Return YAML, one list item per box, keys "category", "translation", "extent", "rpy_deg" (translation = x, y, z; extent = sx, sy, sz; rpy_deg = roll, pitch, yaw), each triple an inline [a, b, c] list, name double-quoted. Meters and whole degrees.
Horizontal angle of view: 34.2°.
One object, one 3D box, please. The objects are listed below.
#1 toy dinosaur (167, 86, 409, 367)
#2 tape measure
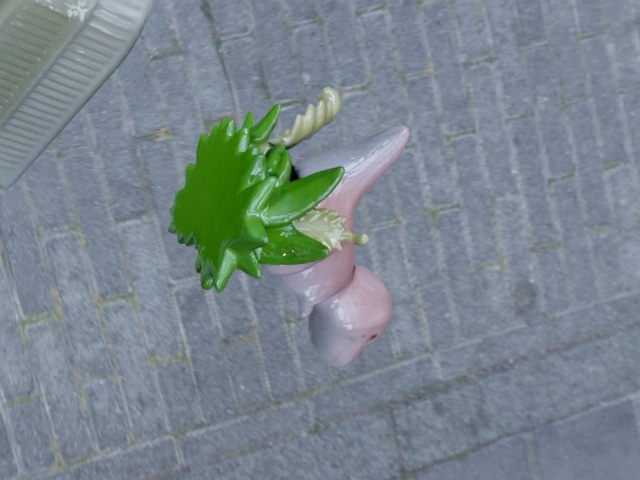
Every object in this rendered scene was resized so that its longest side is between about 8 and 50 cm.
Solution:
- category: "toy dinosaur"
  translation: [0.004, 0.001, 0.715]
  extent: [0.177, 0.152, 0.194]
  rpy_deg: [14, 103, -33]
- category: "tape measure"
  translation: [-0.249, -0.188, 0.809]
  extent: [0.133, 0.271, 0.231]
  rpy_deg: [17, 46, -35]
